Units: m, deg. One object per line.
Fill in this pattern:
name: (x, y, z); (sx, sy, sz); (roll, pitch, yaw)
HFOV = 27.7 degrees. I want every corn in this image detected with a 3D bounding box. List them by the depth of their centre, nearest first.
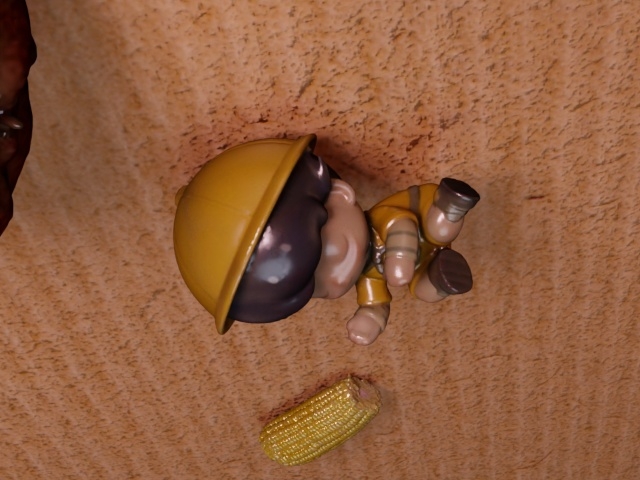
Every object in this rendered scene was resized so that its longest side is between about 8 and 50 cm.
corn: (0.000, 0.223, 1.591); (0.085, 0.063, 0.165); (37, 127, -20)

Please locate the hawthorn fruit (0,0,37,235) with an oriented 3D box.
hawthorn fruit: (-0.365, -0.088, 0.817); (0.369, 0.285, 0.285); (-1, 148, 1)

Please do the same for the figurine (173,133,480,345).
figurine: (-0.001, -0.003, 1.135); (0.257, 0.167, 0.192); (4, 123, -20)
